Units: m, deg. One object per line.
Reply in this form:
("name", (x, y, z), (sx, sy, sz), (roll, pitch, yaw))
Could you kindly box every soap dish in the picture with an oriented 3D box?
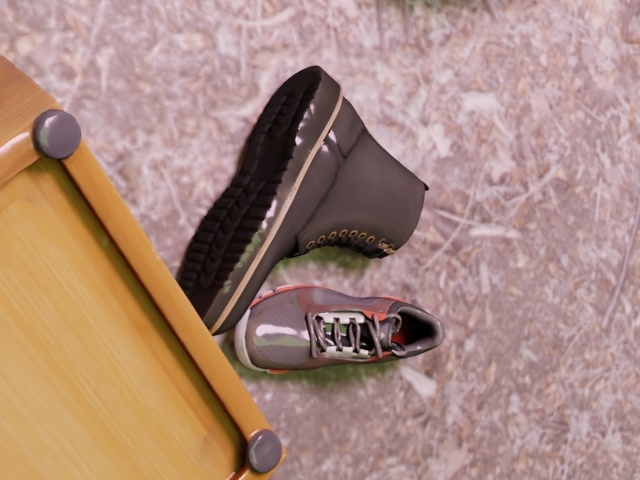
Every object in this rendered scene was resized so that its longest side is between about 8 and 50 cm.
("soap dish", (-0.159, 0.083, 0.512), (0.229, 0.118, 0.291), (-45, 118, -32))

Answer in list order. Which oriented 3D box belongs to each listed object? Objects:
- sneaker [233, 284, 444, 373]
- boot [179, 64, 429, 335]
("sneaker", (0.018, 0.059, 0.684), (0.158, 0.065, 0.061), (-3, 90, -33))
("boot", (0.000, 0.000, 0.672), (0.137, 0.077, 0.198), (40, 68, -31))
